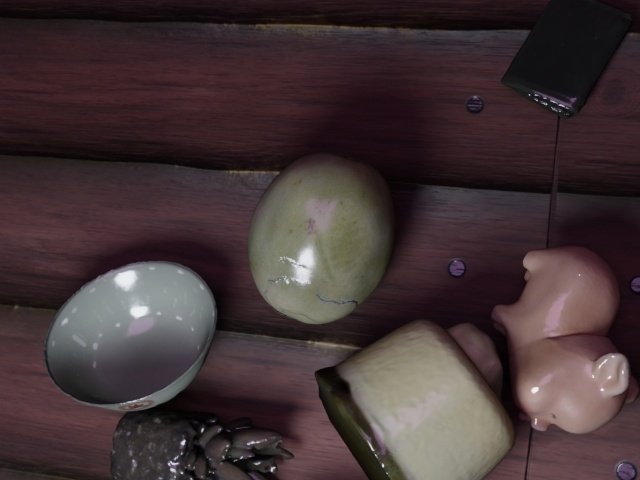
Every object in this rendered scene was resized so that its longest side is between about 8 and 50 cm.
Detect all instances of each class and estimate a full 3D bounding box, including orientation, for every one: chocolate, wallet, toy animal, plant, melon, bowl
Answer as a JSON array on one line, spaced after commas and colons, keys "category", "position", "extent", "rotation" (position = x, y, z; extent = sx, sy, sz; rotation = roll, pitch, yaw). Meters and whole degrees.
[{"category": "chocolate", "position": [0.187, 0.298, 1.573], "extent": [0.297, 0.326, 0.314], "rotation": [-30, 68, -12]}, {"category": "wallet", "position": [0.482, -0.368, 1.774], "extent": [0.168, 0.052, 0.245], "rotation": [30, 81, 19]}, {"category": "toy animal", "position": [0.430, 0.174, 1.583], "extent": [0.269, 0.237, 0.326], "rotation": [23, 81, 29]}, {"category": "plant", "position": [-0.219, 0.411, 1.700], "extent": [0.320, 0.194, 0.182], "rotation": [10, 92, 20]}, {"category": "melon", "position": [0.000, 0.000, 1.690], "extent": [0.268, 0.268, 0.330], "rotation": [22, 104, 18]}, {"category": "bowl", "position": [-0.344, 0.213, 1.753], "extent": [0.337, 0.158, 0.337], "rotation": [-7, 46, 7]}]
